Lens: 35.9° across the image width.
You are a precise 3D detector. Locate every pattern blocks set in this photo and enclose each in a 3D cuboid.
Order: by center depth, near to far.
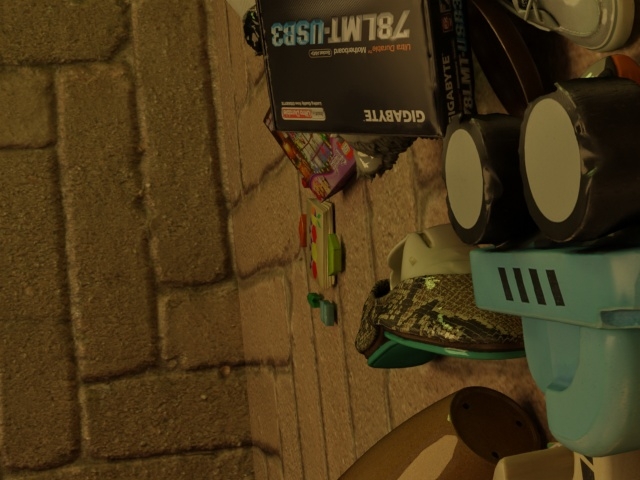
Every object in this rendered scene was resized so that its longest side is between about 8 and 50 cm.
[{"bbox_3d":[0.000,0.000,2.051,0.285,0.026,0.324,-124,33,-63],"label":"pattern blocks set"}]

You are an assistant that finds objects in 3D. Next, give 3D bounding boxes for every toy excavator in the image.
[{"bbox_3d":[0.233,0.109,0.798,0.433,0.223,0.444,175,89,-77],"label":"toy excavator"}]

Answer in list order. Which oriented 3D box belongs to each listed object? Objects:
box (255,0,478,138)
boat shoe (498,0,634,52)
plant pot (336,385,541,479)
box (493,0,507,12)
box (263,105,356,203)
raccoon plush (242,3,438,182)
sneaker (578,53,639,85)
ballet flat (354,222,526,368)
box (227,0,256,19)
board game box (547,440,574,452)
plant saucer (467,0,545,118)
[{"bbox_3d":[0.038,-0.268,1.130,0.296,0.073,0.293,11,113,49],"label":"box"},{"bbox_3d":[0.228,-0.241,0.985,0.227,0.081,0.079,-119,29,-60],"label":"boat shoe"},{"bbox_3d":[0.153,0.301,1.200,0.237,0.237,0.254,-108,33,-43],"label":"plant pot"},{"bbox_3d":[0.172,-0.315,1.141,0.102,0.101,0.087,118,144,-65],"label":"box"},{"bbox_3d":[-0.004,-0.199,1.780,0.201,0.057,0.293,55,161,4],"label":"box"},{"bbox_3d":[0.097,-0.290,1.427,0.216,0.446,0.299,-31,101,39],"label":"raccoon plush"},{"bbox_3d":[0.235,-0.100,0.978,0.262,0.099,0.121,107,159,-52],"label":"sneaker"},{"bbox_3d":[0.139,0.072,1.287,0.483,0.164,0.181,141,129,-77],"label":"ballet flat"},{"bbox_3d":[-0.045,-0.385,1.735,0.322,0.058,0.232,51,161,5],"label":"box"},{"bbox_3d":[0.290,0.334,1.003,0.124,0.039,0.259,137,125,-72],"label":"board game box"},{"bbox_3d":[0.203,-0.199,1.085,0.168,0.029,0.168,61,-177,-5],"label":"plant saucer"}]
